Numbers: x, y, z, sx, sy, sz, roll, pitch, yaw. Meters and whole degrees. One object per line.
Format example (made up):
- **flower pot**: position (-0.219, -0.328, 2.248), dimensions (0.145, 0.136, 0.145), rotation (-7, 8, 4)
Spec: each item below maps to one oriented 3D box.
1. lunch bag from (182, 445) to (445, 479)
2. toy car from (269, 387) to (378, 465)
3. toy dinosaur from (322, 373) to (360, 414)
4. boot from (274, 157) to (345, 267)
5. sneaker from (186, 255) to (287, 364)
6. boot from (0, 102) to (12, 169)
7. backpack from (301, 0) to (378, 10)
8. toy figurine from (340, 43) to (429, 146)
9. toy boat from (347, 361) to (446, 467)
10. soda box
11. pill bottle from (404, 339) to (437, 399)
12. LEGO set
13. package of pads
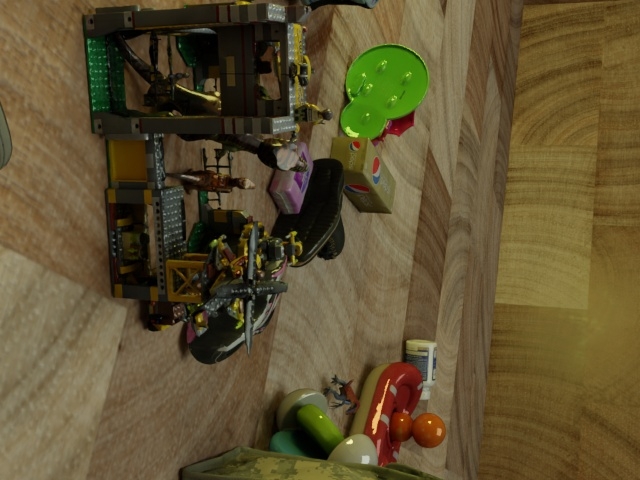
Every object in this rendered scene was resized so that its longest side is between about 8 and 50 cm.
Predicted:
- **lunch bag**: position (0.006, 0.351, 0.807), dimensions (0.169, 0.287, 0.235), rotation (13, 79, -69)
- **toy car**: position (-0.010, 0.293, 1.001), dimensions (0.136, 0.159, 0.182), rotation (-32, 132, -21)
- **toy dinosaur**: position (0.041, 0.244, 1.207), dimensions (0.082, 0.090, 0.047), rotation (38, 69, -29)
- **boot**: position (0.000, 0.000, 1.057), dimensions (0.198, 0.077, 0.137), rotation (-64, 155, -45)
- **sneaker**: position (-0.081, 0.081, 0.853), dimensions (0.178, 0.072, 0.077), rotation (-51, 150, -49)
- **boot**: position (-0.256, -0.069, 0.335), dimensions (0.236, 0.085, 0.178), rotation (64, 36, -41)
- **backpack**: position (0.029, -0.424, 0.927), dimensions (0.253, 0.191, 0.225), rotation (52, 45, -53)
- **toy figurine**: position (0.104, -0.206, 1.278), dimensions (0.173, 0.130, 0.159), rotation (-60, 164, -10)
- **toy boat**: position (0.144, 0.323, 1.368), dimensions (0.151, 0.151, 0.231), rotation (73, 28, -43)
- **soda box**: position (0.070, -0.100, 1.244), dimensions (0.181, 0.058, 0.061), rotation (43, 52, -63)
- **pill bottle**: position (0.211, 0.273, 1.664), dimensions (0.067, 0.067, 0.120), rotation (6, 87, -70)
- **LEGO set**: position (-0.061, -0.077, 0.698), dimensions (0.255, 0.192, 0.331), rotation (-8, 100, -69)
- **package of pads**: position (-0.036, -0.080, 0.997), dimensions (0.050, 0.032, 0.083), rotation (67, 32, -52)
